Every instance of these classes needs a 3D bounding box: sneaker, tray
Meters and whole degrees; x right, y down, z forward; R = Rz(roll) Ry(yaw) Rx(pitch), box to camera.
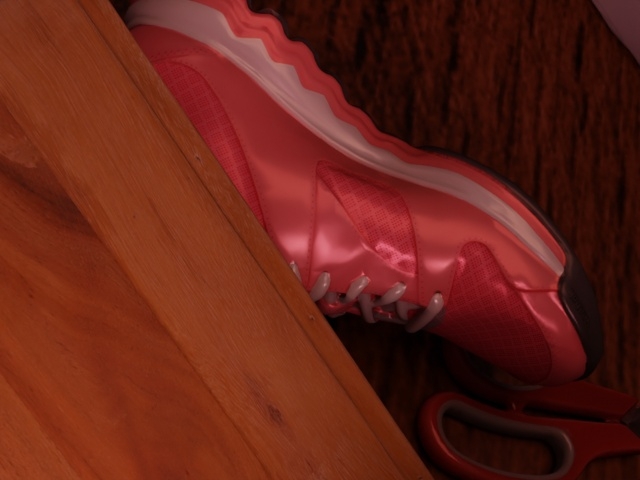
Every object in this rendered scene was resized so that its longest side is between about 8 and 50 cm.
[{"bbox_3d":[0.000,0.000,0.877,0.314,0.116,0.136,36,66,2],"label":"sneaker"},{"bbox_3d":[-0.081,0.091,0.712,0.203,0.076,0.411,-44,109,-30],"label":"tray"}]

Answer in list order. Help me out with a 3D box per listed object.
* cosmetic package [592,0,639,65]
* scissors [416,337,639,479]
[{"bbox_3d":[0.339,-0.270,0.965,0.161,0.453,0.230,-26,81,-35],"label":"cosmetic package"},{"bbox_3d":[0.188,0.118,0.968,0.297,0.021,0.109,19,57,-21],"label":"scissors"}]
